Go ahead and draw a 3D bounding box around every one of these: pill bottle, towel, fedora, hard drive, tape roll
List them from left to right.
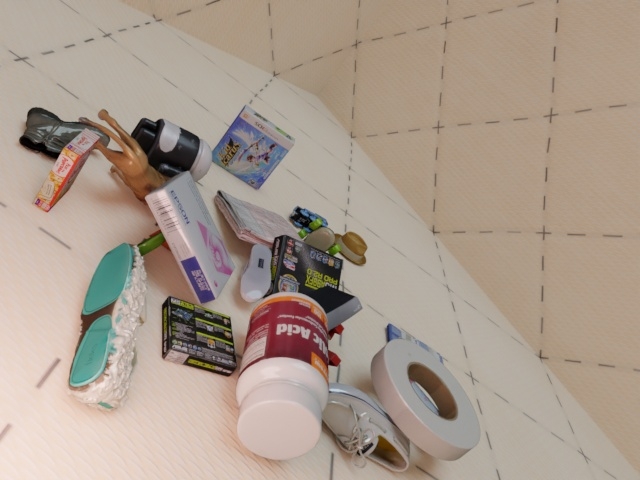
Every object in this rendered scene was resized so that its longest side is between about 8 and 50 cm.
[{"bbox_3d":[-0.204,-0.054,1.974,0.317,0.053,0.332,22,17,-36],"label":"towel"},{"bbox_3d":[-0.090,0.324,1.368,0.224,0.224,0.392,34,24,-17],"label":"pill bottle"},{"bbox_3d":[-0.009,0.218,1.700,0.172,0.054,0.254,19,31,42],"label":"hard drive"},{"bbox_3d":[0.147,0.020,2.451,0.194,0.079,0.194,34,24,-18],"label":"fedora"},{"bbox_3d":[0.369,0.452,2.102,0.285,0.034,0.209,33,27,-15],"label":"towel"},{"bbox_3d":[0.316,0.468,1.649,0.392,0.072,0.392,34,24,-17],"label":"tape roll"}]

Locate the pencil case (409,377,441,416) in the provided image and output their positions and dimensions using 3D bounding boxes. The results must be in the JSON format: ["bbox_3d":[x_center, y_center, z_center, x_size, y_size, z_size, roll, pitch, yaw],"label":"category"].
[{"bbox_3d":[0.301,0.529,1.758,0.273,0.113,0.124,49,6,16],"label":"pencil case"}]

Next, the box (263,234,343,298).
[{"bbox_3d":[-0.052,0.126,1.839,0.270,0.060,0.216,25,64,-34],"label":"box"}]

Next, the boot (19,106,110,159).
[{"bbox_3d":[-0.752,-0.287,1.617,0.246,0.083,0.161,17,40,-35],"label":"boot"}]

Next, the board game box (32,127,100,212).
[{"bbox_3d":[-0.656,-0.183,1.415,0.045,0.193,0.147,33,25,-18],"label":"board game box"}]

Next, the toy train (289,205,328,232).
[{"bbox_3d":[-0.048,-0.084,2.341,0.184,0.080,0.105,29,17,-23],"label":"toy train"}]

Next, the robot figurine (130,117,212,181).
[{"bbox_3d":[-0.514,-0.309,1.894,0.278,0.209,0.173,24,-14,-33],"label":"robot figurine"}]

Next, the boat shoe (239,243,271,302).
[{"bbox_3d":[-0.205,0.119,1.724,0.095,0.084,0.258,24,34,-8],"label":"boat shoe"}]

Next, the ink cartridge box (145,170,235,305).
[{"bbox_3d":[-0.346,-0.028,1.553,0.330,0.071,0.324,-79,148,-71],"label":"ink cartridge box"}]

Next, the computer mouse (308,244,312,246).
[{"bbox_3d":[0.005,0.106,2.081,0.193,0.042,0.106,34,60,-21],"label":"computer mouse"}]

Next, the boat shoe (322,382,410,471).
[{"bbox_3d":[0.110,0.526,1.468,0.367,0.136,0.156,42,24,-25],"label":"boat shoe"}]

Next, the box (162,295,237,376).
[{"bbox_3d":[-0.310,0.244,1.396,0.190,0.045,0.184,25,26,-32],"label":"box"}]

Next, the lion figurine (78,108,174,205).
[{"bbox_3d":[-0.535,-0.208,1.596,0.240,0.142,0.392,41,-5,14],"label":"lion figurine"}]

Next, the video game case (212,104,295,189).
[{"bbox_3d":[-0.280,-0.374,2.235,0.244,0.269,0.061,33,27,-18],"label":"video game case"}]

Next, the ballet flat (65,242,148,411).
[{"bbox_3d":[-0.446,0.187,1.188,0.147,0.147,0.409,28,35,-28],"label":"ballet flat"}]

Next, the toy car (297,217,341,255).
[{"bbox_3d":[0.000,0.000,2.203,0.155,0.149,0.188,55,12,0],"label":"toy car"}]

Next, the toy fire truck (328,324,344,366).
[{"bbox_3d":[0.003,0.303,1.712,0.192,0.135,0.047,15,-29,40],"label":"toy fire truck"}]

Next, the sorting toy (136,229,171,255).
[{"bbox_3d":[-0.441,0.046,1.494,0.126,0.127,0.365,61,18,-12],"label":"sorting toy"}]
